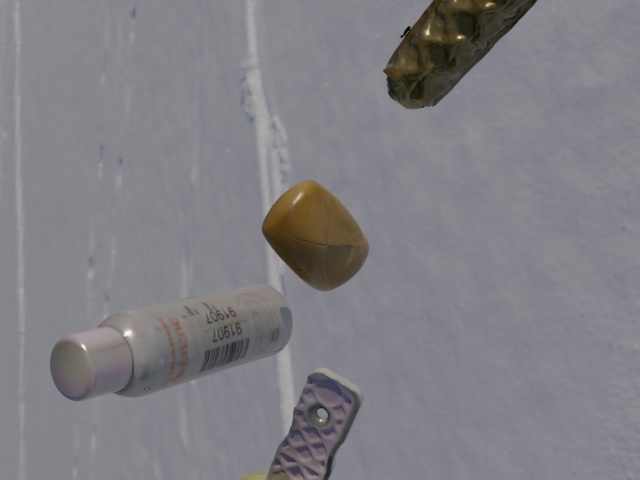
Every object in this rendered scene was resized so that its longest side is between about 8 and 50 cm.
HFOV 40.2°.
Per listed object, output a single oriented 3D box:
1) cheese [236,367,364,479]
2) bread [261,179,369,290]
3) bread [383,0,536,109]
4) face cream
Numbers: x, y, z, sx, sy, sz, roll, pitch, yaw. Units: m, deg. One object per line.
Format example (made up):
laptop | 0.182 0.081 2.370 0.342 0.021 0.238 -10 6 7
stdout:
cheese | -0.025 0.197 0.629 0.050 0.127 0.255 -38 -26 -57
bread | 0.000 0.000 0.852 0.115 0.082 0.056 53 172 -32
bread | 0.184 -0.258 0.816 0.367 0.084 0.077 -48 68 37
face cream | -0.133 0.096 0.826 0.082 0.269 0.082 4 98 33
